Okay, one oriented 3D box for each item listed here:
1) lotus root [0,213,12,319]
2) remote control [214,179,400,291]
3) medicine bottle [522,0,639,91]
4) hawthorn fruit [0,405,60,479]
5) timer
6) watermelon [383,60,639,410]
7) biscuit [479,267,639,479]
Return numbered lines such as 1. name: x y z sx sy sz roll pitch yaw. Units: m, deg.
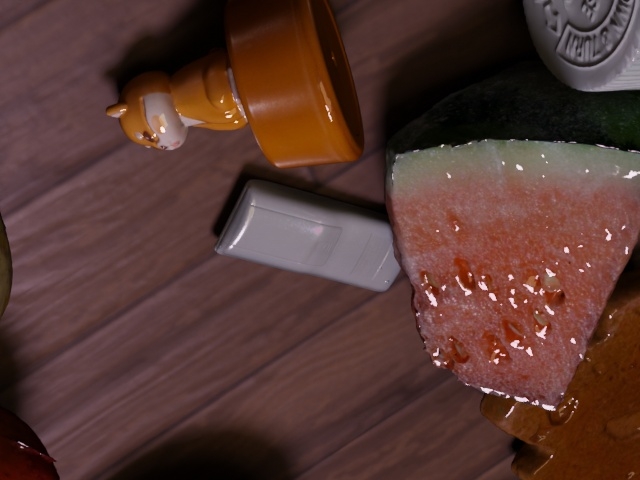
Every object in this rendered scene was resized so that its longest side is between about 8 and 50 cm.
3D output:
1. lotus root: -0.274 -0.001 0.981 0.173 0.173 0.309 -30 137 -9
2. remote control: 0.000 0.000 1.204 0.162 0.029 0.061 14 114 -35
3. medicine bottle: 0.315 -0.191 1.170 0.318 0.158 0.158 -7 123 -25
4. hawthorn fruit: -0.255 0.213 1.086 0.185 0.202 0.185 -12 152 -6
5. timer: -0.062 -0.096 1.068 0.152 0.132 0.132 -16 130 9
6. watermelon: 0.150 0.004 1.216 0.192 0.140 0.257 11 124 15
7. biscuit: 0.260 0.152 1.437 0.278 0.043 0.302 -19 128 -20
